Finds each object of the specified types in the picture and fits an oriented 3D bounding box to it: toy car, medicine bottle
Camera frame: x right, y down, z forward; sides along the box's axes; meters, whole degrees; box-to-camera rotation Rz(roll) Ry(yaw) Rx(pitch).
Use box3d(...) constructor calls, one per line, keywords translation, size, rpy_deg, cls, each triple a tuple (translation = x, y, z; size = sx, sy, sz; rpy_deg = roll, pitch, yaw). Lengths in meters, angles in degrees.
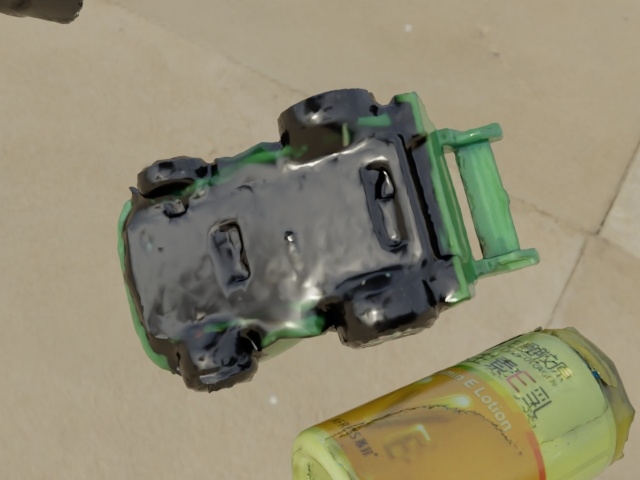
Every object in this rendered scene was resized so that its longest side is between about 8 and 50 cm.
box3d(translation=(0.000, 0.000, 0.880), size=(0.358, 0.176, 0.214), rpy_deg=(-19, 80, 17), cls="toy car")
box3d(translation=(0.106, 0.142, 0.669), size=(0.238, 0.124, 0.124), rpy_deg=(-22, 53, -26), cls="medicine bottle")

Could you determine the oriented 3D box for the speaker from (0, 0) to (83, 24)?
box3d(translation=(-0.228, -0.288, 0.586), size=(0.254, 0.232, 0.184), rpy_deg=(10, 63, -36), cls="speaker")
